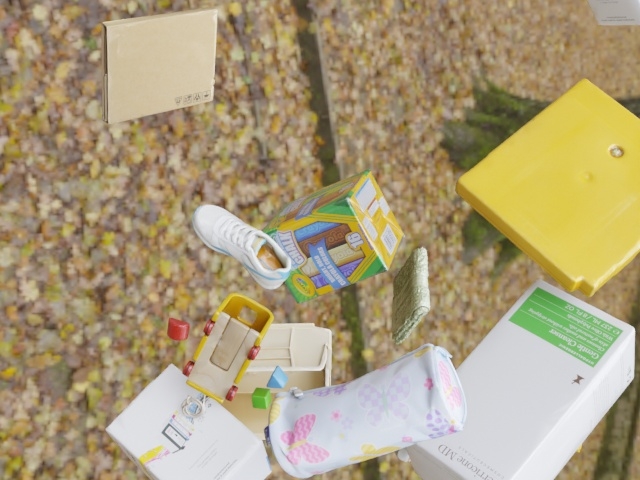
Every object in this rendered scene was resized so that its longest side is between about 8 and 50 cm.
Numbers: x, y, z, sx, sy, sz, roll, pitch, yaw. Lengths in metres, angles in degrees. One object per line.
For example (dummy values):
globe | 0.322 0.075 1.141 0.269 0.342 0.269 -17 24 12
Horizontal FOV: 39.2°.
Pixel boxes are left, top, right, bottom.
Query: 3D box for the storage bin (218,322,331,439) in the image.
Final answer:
storage bin | -0.107 0.303 1.905 0.262 0.260 0.123 90 0 -47

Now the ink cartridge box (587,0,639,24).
ink cartridge box | 0.410 -0.421 1.214 0.154 0.093 0.212 -50 123 -15

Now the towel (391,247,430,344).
towel | 0.134 0.083 1.344 0.148 0.027 0.110 111 -16 -61

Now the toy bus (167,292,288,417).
toy bus | -0.158 0.189 1.545 0.104 0.202 0.191 -57 132 -61

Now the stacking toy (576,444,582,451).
stacking toy | 0.444 0.292 1.764 0.052 0.167 0.221 -22 121 -61

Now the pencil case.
pencil case | 0.062 0.235 1.232 0.113 0.273 0.124 42 33 -53

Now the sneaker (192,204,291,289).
sneaker | -0.152 0.000 1.795 0.087 0.229 0.092 -55 -176 -28

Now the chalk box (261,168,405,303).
chalk box | 0.000 0.000 1.908 0.179 0.289 0.180 61 27 -15

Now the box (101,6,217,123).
box | -0.254 -0.280 1.431 0.201 0.021 0.164 -20 132 -36

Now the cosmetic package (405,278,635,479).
cosmetic package | 0.324 0.264 1.448 0.365 0.197 0.155 -44 141 -22

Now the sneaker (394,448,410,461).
sneaker | 0.158 0.310 1.603 0.215 0.083 0.084 -58 171 -58

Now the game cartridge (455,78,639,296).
game cartridge | 0.434 -0.092 1.489 0.324 0.285 0.052 -38 157 -17

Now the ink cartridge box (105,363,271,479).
ink cartridge box | -0.234 0.378 1.628 0.168 0.233 0.171 -45 155 -21
